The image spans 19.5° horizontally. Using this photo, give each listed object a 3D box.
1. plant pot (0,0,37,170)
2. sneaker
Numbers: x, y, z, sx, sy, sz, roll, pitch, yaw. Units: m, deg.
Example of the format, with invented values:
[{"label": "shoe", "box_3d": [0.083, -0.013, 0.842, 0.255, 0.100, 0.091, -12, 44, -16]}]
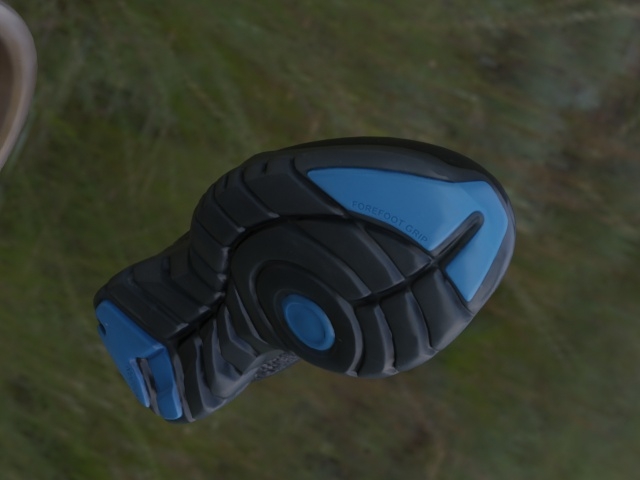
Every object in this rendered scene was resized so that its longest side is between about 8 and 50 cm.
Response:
[{"label": "plant pot", "box_3d": [-0.202, -0.021, 0.511, 0.237, 0.110, 0.237, -39, 170, -8]}, {"label": "sneaker", "box_3d": [0.000, 0.000, 0.983, 0.139, 0.125, 0.341, -36, -171, -32]}]
